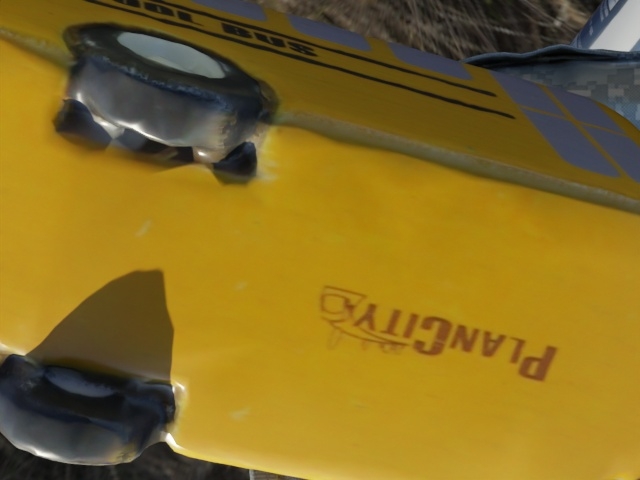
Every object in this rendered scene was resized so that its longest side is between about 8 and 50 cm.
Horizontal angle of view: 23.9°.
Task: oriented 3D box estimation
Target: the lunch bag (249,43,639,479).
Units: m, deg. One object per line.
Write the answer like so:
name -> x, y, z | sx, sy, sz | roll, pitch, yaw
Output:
lunch bag -> 0.096, 0.061, 0.617 | 0.235, 0.169, 0.287 | -3, 97, 14

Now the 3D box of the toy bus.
toy bus -> 0.000, 0.000, 0.443 | 0.332, 0.130, 0.108 | 13, 110, -16

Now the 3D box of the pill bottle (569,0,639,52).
pill bottle -> 0.209, -0.114, 0.829 | 0.108, 0.108, 0.180 | 33, 128, -4
